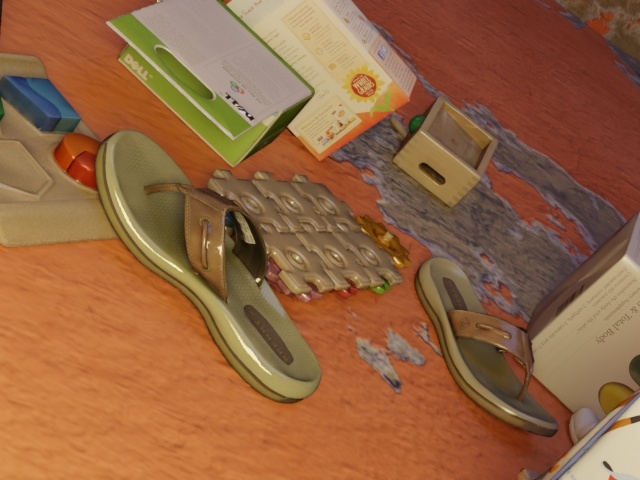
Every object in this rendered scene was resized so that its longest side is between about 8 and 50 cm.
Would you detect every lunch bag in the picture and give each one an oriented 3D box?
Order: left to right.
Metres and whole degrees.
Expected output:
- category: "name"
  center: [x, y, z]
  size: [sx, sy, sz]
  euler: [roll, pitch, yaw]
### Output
- category: "lunch bag"
  center: [0.281, 0.168, 0.981]
  size: [0.115, 0.243, 0.303]
  euler: [49, 25, 17]

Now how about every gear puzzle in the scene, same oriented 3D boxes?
- category: "gear puzzle"
  center: [0.000, 0.000, 1.395]
  size: [0.175, 0.044, 0.339]
  euler: [50, 23, 20]

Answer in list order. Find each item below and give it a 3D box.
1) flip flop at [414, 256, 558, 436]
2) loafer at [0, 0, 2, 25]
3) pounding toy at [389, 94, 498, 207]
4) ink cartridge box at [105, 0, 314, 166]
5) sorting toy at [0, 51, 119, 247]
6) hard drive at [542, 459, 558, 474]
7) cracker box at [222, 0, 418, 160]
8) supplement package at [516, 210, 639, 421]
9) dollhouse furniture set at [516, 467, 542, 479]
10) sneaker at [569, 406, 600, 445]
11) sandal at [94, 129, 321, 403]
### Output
- category: "flip flop"
  center: [0.196, 0.111, 1.448]
  size: [0.112, 0.080, 0.277]
  euler: [21, 32, -38]
- category: "loafer"
  center: [-0.374, -0.281, 1.220]
  size: [0.130, 0.133, 0.366]
  euler: [4, 27, -15]
- category: "pounding toy"
  center: [0.163, -0.134, 1.794]
  size: [0.141, 0.100, 0.130]
  euler: [38, 40, -5]
- category: "ink cartridge box"
  center: [-0.139, -0.174, 1.398]
  size: [0.189, 0.097, 0.255]
  euler: [44, 27, 2]
- category: "sorting toy"
  center: [-0.294, -0.092, 1.103]
  size: [0.229, 0.041, 0.307]
  euler: [51, 26, 19]
- category: "hard drive"
  center: [0.376, 0.377, 1.337]
  size: [0.307, 0.040, 0.203]
  euler: [33, 27, -21]
- category: "cracker box"
  center: [-0.014, -0.231, 1.540]
  size: [0.232, 0.156, 0.067]
  euler: [47, 34, -18]
- category: "supplement package"
  center: [0.422, 0.141, 1.586]
  size: [0.263, 0.199, 0.198]
  euler: [43, 25, 1]
- category: "dollhouse furniture set"
  center: [0.218, 0.312, 1.102]
  size: [0.184, 0.129, 0.129]
  euler: [27, 29, -27]
- category: "sneaker"
  center: [0.336, 0.245, 1.463]
  size: [0.054, 0.061, 0.152]
  euler: [30, 26, -22]
- category: "sandal"
  center: [-0.088, 0.012, 1.157]
  size: [0.303, 0.086, 0.120]
  euler: [50, 31, -1]
